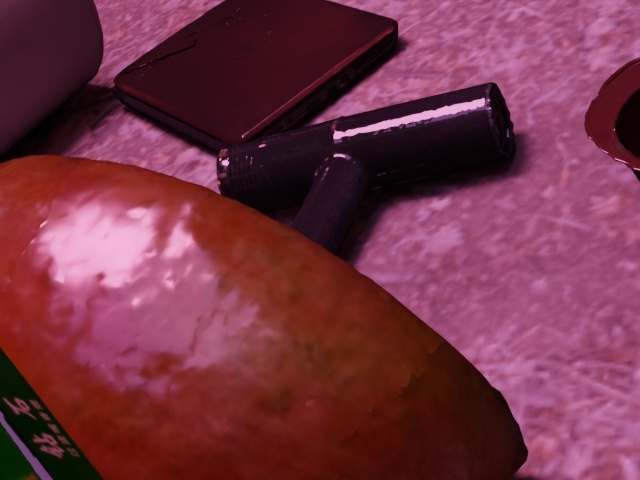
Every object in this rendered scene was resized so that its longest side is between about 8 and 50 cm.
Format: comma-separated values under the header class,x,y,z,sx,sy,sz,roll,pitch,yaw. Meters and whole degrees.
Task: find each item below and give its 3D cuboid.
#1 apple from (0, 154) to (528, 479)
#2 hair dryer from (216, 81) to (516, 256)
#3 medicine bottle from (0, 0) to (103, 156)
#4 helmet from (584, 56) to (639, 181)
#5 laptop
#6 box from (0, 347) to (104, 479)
class,x,y,z,sx,sy,sz,roll,pitch,yaw
apple,-0.100,0.090,0.554,0.346,0.254,0.179,3,2,39
hair dryer,0.012,0.001,0.668,0.173,0.050,0.195,-14,39,25
medicine bottle,-0.325,-0.150,0.955,0.238,0.238,0.232,11,48,46
helmet,0.180,-0.040,0.572,0.111,0.057,0.089,22,61,45
laptop,-0.050,-0.127,0.909,0.154,0.026,0.207,-38,34,-16
box,-0.167,0.155,0.461,0.132,0.034,0.235,45,104,27
